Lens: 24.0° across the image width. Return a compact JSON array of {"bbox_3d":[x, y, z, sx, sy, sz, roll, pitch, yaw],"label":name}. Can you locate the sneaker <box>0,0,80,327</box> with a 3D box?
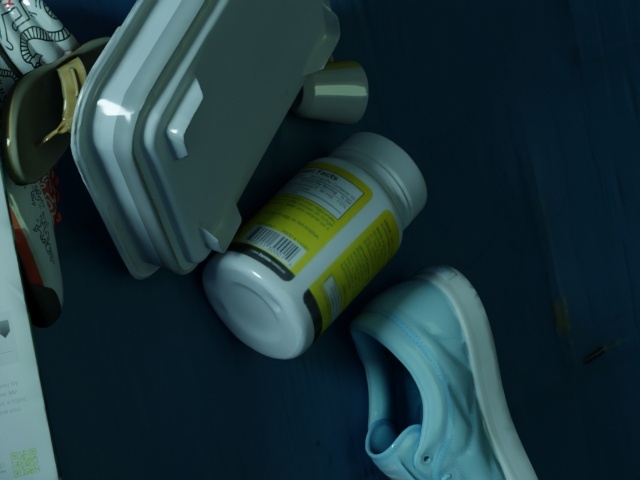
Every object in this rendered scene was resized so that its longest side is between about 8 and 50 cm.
[{"bbox_3d":[-0.230,-0.076,1.186,0.145,0.090,0.270,-36,110,-33],"label":"sneaker"}]

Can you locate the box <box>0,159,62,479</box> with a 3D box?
[{"bbox_3d":[-0.328,0.041,1.071,0.232,0.058,0.322,-11,99,-17],"label":"box"}]

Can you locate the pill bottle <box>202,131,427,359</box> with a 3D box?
[{"bbox_3d":[0.000,0.000,1.369,0.208,0.119,0.119,-45,118,-31],"label":"pill bottle"}]

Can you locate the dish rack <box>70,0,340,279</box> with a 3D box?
[{"bbox_3d":[-0.073,-0.142,1.238,0.285,0.072,0.333,76,37,-61],"label":"dish rack"}]

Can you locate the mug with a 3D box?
[{"bbox_3d":[-0.002,-0.143,1.417,0.064,0.078,0.062,-3,125,-32],"label":"mug"}]

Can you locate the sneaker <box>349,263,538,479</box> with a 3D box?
[{"bbox_3d":[0.111,0.217,1.471,0.150,0.135,0.366,-21,95,-31],"label":"sneaker"}]

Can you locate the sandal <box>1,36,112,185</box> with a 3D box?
[{"bbox_3d":[-0.183,-0.106,1.142,0.180,0.049,0.072,-49,131,-49],"label":"sandal"}]
